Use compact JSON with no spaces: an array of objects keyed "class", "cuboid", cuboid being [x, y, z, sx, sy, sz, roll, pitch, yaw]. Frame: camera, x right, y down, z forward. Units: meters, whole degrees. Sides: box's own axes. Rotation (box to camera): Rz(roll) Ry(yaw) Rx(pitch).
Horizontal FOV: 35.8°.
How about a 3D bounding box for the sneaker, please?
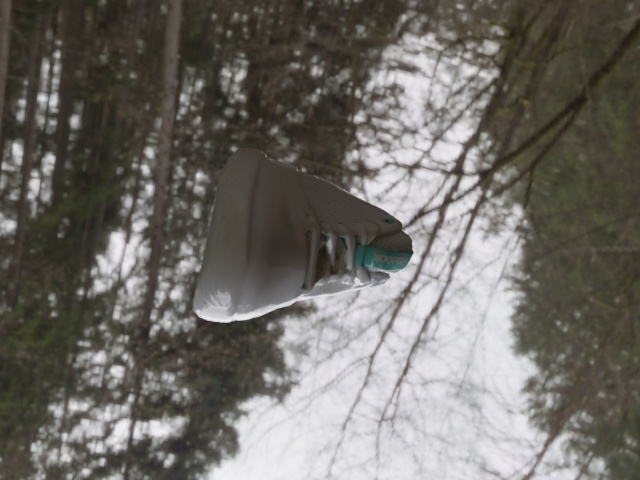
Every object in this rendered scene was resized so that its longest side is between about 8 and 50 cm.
[{"class":"sneaker","cuboid":[0.000,0.000,0.506,0.094,0.080,0.212,16,-170,8]}]
